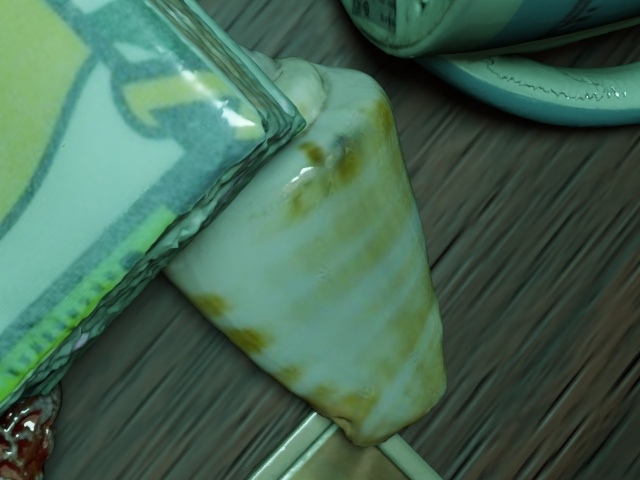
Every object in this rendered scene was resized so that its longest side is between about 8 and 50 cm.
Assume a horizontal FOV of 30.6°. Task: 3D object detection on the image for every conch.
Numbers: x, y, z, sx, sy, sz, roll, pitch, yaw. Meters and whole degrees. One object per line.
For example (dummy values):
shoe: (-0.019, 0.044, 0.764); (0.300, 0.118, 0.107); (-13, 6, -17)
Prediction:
conch: (0.004, -0.003, 0.667); (0.158, 0.127, 0.255); (-41, 100, -24)

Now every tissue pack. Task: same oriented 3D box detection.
tissue pack: (-0.194, -0.086, 0.573); (0.228, 0.128, 0.311); (-44, 88, 14)

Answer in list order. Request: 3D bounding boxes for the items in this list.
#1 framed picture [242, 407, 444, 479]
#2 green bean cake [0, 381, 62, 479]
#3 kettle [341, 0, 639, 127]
framed picture: (-0.015, 0.261, 0.729); (0.289, 0.020, 0.211); (-45, 99, -8)
green bean cake: (-0.222, 0.120, 0.660); (0.136, 0.056, 0.135); (15, 87, -12)
kettle: (0.183, -0.214, 0.675); (0.342, 0.247, 0.319); (-10, 125, -20)
